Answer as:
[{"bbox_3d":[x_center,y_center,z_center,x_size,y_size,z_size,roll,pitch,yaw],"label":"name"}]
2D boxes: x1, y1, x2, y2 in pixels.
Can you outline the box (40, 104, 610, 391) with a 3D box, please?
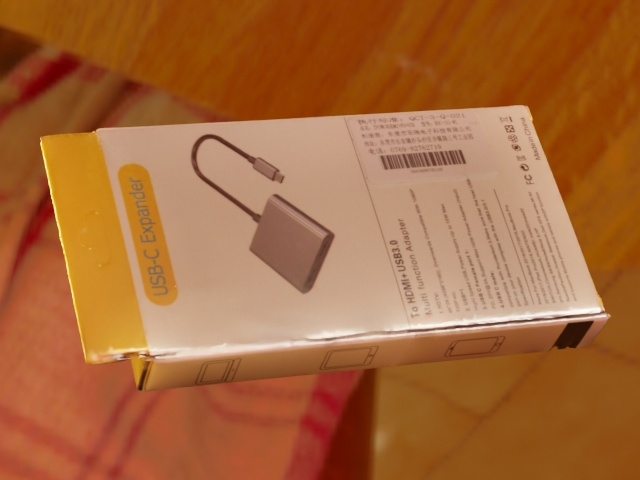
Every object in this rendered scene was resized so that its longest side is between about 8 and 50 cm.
[{"bbox_3d":[0.000,0.000,0.887,0.247,0.129,0.033,-4,147,-19],"label":"box"}]
